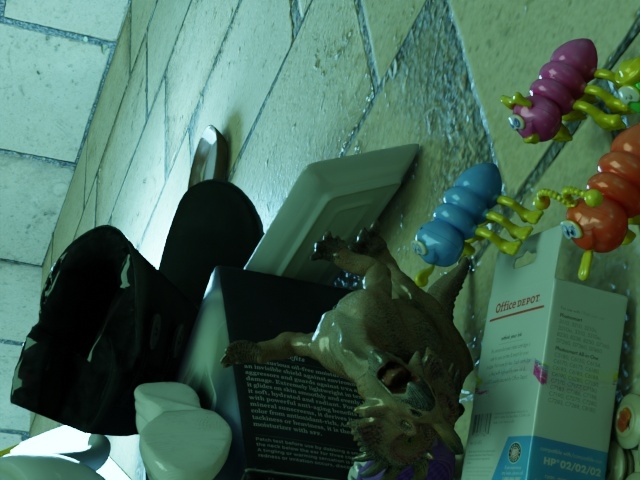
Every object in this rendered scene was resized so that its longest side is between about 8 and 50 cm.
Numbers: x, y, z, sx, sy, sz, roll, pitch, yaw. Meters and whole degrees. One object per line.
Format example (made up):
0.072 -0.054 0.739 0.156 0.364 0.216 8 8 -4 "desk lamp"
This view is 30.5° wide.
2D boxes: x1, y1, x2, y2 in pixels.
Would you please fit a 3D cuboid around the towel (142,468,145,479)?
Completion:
-0.258 0.319 1.918 0.248 0.038 0.325 125 149 -51 "towel"

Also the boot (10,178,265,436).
-0.199 0.054 1.400 0.445 0.146 0.367 42 -128 -71 "boot"

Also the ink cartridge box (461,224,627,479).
0.159 0.090 0.828 0.104 0.061 0.181 151 132 -69 "ink cartridge box"

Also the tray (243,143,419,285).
0.000 0.000 1.246 0.030 0.145 0.270 59 142 22 "tray"

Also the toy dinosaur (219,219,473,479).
0.067 0.095 0.923 0.200 0.295 0.127 38 114 23 "toy dinosaur"

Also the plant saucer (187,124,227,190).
-0.188 -0.109 1.964 0.168 0.029 0.168 -169 90 -71 "plant saucer"

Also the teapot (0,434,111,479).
-0.253 0.339 1.166 0.252 0.187 0.256 16 88 50 "teapot"

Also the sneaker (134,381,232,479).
-0.126 0.198 1.050 0.212 0.080 0.094 -144 56 -74 "sneaker"

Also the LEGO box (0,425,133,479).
-0.308 0.475 1.528 0.500 0.193 0.373 0 109 70 "LEGO box"

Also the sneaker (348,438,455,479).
0.065 0.262 0.986 0.104 0.095 0.236 -116 36 -49 "sneaker"

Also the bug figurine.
0.165 -0.061 0.775 0.216 0.072 0.279 -55 16 -17 "bug figurine"

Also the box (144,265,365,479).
-0.059 0.237 1.199 0.294 0.182 0.296 -105 32 -53 "box"

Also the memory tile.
0.198 0.183 0.761 0.113 0.012 0.148 -121 46 -62 "memory tile"
